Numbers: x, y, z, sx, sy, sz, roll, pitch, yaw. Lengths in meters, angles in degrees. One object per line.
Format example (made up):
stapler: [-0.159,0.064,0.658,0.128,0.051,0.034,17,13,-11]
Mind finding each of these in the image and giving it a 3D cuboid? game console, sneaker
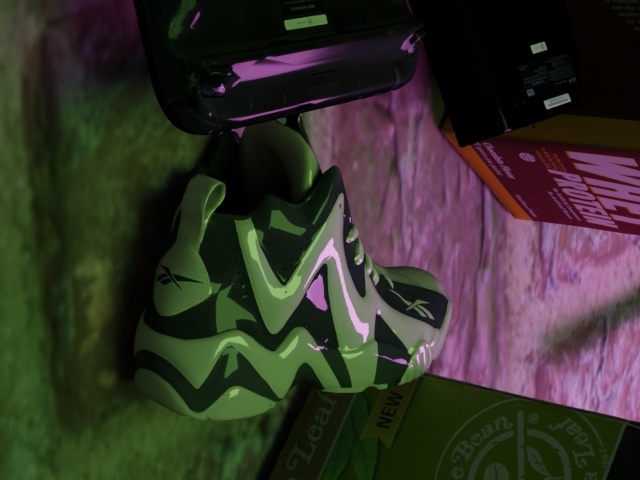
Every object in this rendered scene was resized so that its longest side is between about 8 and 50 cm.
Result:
game console: [0.027,-0.147,0.806,0.361,0.044,0.213,-19,91,-51]
sneaker: [0.000,0.000,0.819,0.235,0.094,0.153,-7,112,-42]

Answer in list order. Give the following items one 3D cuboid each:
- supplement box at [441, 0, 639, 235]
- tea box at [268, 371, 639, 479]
supplement box: [0.218,-0.116,1.004,0.129,0.191,0.194,43,64,-49]
tea box: [0.111,0.278,0.841,0.220,0.323,0.329,47,60,-48]
